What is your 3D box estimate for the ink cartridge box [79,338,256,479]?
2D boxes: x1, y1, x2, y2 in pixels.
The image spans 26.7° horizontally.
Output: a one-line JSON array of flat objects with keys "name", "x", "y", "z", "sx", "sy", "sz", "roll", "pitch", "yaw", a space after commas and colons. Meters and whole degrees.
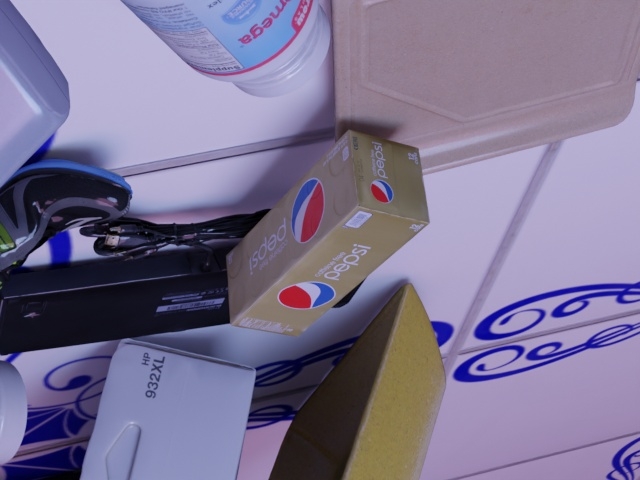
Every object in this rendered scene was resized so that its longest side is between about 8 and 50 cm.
[{"name": "ink cartridge box", "x": -0.150, "y": 0.259, "z": 1.231, "sx": 0.129, "sy": 0.223, "sz": 0.307, "roll": 12, "pitch": 151, "yaw": -2}]

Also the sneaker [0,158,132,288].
[{"name": "sneaker", "x": -0.209, "y": 0.003, "z": 0.880, "sx": 0.188, "sy": 0.078, "sz": 0.067, "roll": -19, "pitch": 155, "yaw": 1}]

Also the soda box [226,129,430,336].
[{"name": "soda box", "x": 0.000, "y": 0.000, "z": 0.936, "sx": 0.058, "sy": 0.061, "sz": 0.181, "roll": 12, "pitch": 146, "yaw": -29}]

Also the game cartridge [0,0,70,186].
[{"name": "game cartridge", "x": -0.259, "y": -0.091, "z": 0.532, "sx": 0.297, "sy": 0.062, "sz": 0.198, "roll": 36, "pitch": 119, "yaw": -29}]

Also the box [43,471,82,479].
[{"name": "box", "x": -0.216, "y": 0.337, "z": 1.520, "sx": 0.184, "sy": 0.103, "sz": 0.261, "roll": -11, "pitch": 155, "yaw": -18}]

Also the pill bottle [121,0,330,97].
[{"name": "pill bottle", "x": -0.053, "y": -0.135, "z": 0.693, "sx": 0.087, "sy": 0.087, "sz": 0.160, "roll": -24, "pitch": 155, "yaw": 14}]

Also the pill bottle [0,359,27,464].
[{"name": "pill bottle", "x": -0.333, "y": 0.127, "z": 1.003, "sx": 0.215, "sy": 0.117, "sz": 0.117, "roll": 8, "pitch": 145, "yaw": -41}]

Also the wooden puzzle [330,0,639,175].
[{"name": "wooden puzzle", "x": 0.112, "y": -0.134, "z": 0.863, "sx": 0.220, "sy": 0.044, "sz": 0.239, "roll": -15, "pitch": 150, "yaw": -6}]

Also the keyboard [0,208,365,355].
[{"name": "keyboard", "x": -0.096, "y": 0.022, "z": 1.050, "sx": 0.317, "sy": 0.033, "sz": 0.201, "roll": -8, "pitch": 156, "yaw": -23}]

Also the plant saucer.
[{"name": "plant saucer", "x": 0.009, "y": 0.253, "z": 1.246, "sx": 0.081, "sy": 0.333, "sz": 0.333, "roll": 27, "pitch": 143, "yaw": -6}]
